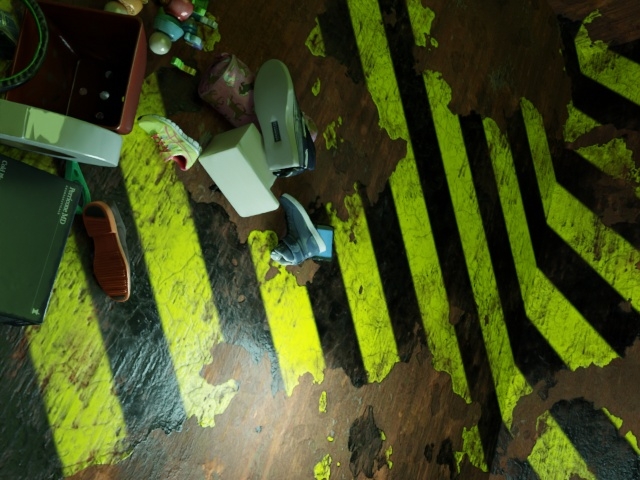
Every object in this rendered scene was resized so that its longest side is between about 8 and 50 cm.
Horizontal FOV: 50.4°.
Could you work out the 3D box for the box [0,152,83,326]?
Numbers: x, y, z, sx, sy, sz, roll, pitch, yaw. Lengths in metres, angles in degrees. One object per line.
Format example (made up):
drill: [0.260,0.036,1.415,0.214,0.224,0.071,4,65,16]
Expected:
box: [-0.745,-0.012,1.498,0.313,0.179,0.343,24,68,-36]

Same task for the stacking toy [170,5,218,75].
stacking toy: [-0.350,-0.552,1.895,0.052,0.221,0.167,24,95,-7]

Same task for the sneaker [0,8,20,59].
sneaker: [-0.792,-0.528,1.617,0.211,0.080,0.081,52,32,-24]

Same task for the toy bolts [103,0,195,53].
toy bolts: [-0.478,-0.606,1.823,0.229,0.218,0.158,27,84,-26]

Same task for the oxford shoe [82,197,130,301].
oxford shoe: [-0.527,0.023,1.750,0.098,0.097,0.271,-53,139,-69]

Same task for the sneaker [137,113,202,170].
sneaker: [-0.426,-0.271,1.895,0.208,0.081,0.094,35,64,-34]

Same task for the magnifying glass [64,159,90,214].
magnifying glass: [-0.625,-0.178,1.716,0.092,0.026,0.230,24,54,-79]

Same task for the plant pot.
plant pot: [-0.555,-0.384,1.632,0.268,0.236,0.267,10,84,0]

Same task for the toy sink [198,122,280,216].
toy sink: [-0.215,-0.207,2.009,0.234,0.153,0.131,55,41,-29]

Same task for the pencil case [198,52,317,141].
pencil case: [-0.190,-0.402,2.078,0.386,0.160,0.167,35,29,-33]

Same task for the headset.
headset: [-0.766,-0.464,1.395,0.394,0.185,0.243,19,86,-21]

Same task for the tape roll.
tape roll: [-0.634,-0.238,1.489,0.392,0.392,0.072,13,89,-40]

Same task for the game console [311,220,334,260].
game console: [0.000,0.000,2.241,0.107,0.071,0.122,45,46,-73]

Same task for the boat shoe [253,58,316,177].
boat shoe: [-0.099,-0.351,2.002,0.158,0.127,0.340,-5,90,-64]

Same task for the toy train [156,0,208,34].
toy train: [-0.439,-0.698,1.944,0.248,0.105,0.143,16,86,-40]

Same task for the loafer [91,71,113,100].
loafer: [-0.541,-0.460,1.828,0.078,0.080,0.220,41,68,-35]

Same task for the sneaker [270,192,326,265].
sneaker: [-0.107,-0.028,2.142,0.163,0.086,0.226,-29,79,-19]
